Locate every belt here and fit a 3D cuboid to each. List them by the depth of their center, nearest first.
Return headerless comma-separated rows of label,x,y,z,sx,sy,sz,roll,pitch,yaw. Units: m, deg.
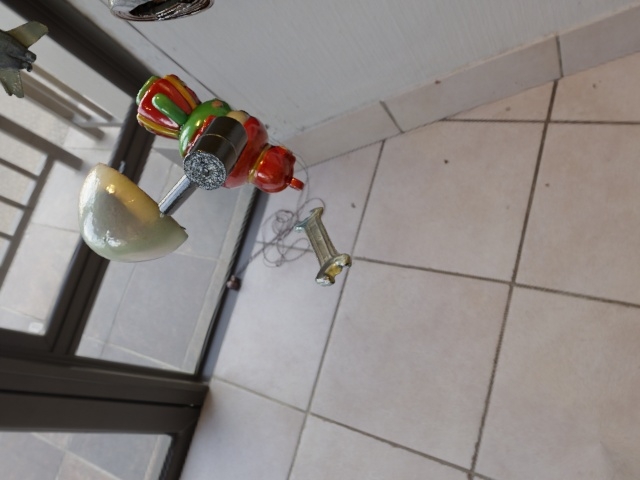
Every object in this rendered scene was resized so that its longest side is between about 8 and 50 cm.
belt,-0.320,-0.501,1.017,0.261,0.184,0.105,11,107,48

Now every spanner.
spanner,0.000,0.000,0.860,0.071,0.017,0.302,-36,21,3

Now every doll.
doll,-0.194,-0.191,1.046,0.363,0.182,0.160,27,89,-3

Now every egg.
egg,-0.450,-0.045,1.147,0.271,0.206,0.162,33,74,18

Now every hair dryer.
hair dryer,-0.210,-0.103,0.865,0.219,0.071,0.124,-40,21,33

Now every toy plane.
toy plane,-0.462,-0.255,0.587,0.088,0.262,0.192,39,108,42
